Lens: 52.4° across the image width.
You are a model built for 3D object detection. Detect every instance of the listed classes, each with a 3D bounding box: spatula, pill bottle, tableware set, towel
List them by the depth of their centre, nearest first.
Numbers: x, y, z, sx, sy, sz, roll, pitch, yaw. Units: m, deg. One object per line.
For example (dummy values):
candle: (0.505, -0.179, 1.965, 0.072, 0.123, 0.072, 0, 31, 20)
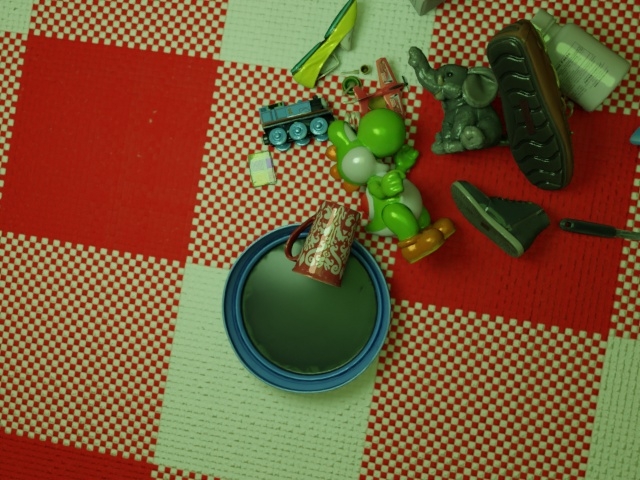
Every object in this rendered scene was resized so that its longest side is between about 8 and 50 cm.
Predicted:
pill bottle: (0.543, -0.399, 1.429, 0.229, 0.131, 0.131, 39, 93, 6)
spatula: (0.684, -0.013, 1.458, 0.297, 0.030, 0.084, 9, 92, 6)
tableware set: (0.104, -0.335, 1.533, 0.104, 0.024, 0.154, -7, 88, 6)
towel: (-0.141, -0.171, 1.566, 0.060, 0.009, 0.083, -13, 87, 7)

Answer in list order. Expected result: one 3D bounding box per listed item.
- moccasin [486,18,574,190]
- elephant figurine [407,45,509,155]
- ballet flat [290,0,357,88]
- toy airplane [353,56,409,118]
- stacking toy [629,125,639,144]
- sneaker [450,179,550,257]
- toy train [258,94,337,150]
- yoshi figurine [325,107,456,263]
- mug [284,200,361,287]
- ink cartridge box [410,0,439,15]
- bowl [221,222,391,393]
moccasin: (0.467, -0.285, 1.407, 0.147, 0.139, 0.380, -40, 110, -35)
elephant figurine: (0.312, -0.316, 1.436, 0.169, 0.186, 0.239, -6, 96, 31)
ballet flat: (0.026, -0.454, 1.527, 0.077, 0.077, 0.231, 39, 97, -16)
toy airplane: (0.140, -0.340, 1.509, 0.151, 0.028, 0.151, 0, 91, -21)
stacking toy: (0.825, -0.141, 1.402, 0.175, 0.166, 0.301, -29, 101, 4)
sneaker: (0.405, -0.074, 1.478, 0.118, 0.083, 0.222, -40, 78, -14)
toy train: (-0.054, -0.278, 1.525, 0.184, 0.080, 0.105, -13, 82, 6)
yoshi figurine: (0.169, -0.146, 1.444, 0.203, 0.203, 0.362, -36, 87, -20)
mug: (0.001, 0.000, 1.422, 0.150, 0.113, 0.169, 20, 88, 5)
ink cartridge box: (0.239, -0.749, 1.434, 0.279, 0.160, 0.384, -32, 92, 8)
bowl: (-0.031, 0.155, 1.515, 0.391, 0.077, 0.391, 0, 89, 7)
